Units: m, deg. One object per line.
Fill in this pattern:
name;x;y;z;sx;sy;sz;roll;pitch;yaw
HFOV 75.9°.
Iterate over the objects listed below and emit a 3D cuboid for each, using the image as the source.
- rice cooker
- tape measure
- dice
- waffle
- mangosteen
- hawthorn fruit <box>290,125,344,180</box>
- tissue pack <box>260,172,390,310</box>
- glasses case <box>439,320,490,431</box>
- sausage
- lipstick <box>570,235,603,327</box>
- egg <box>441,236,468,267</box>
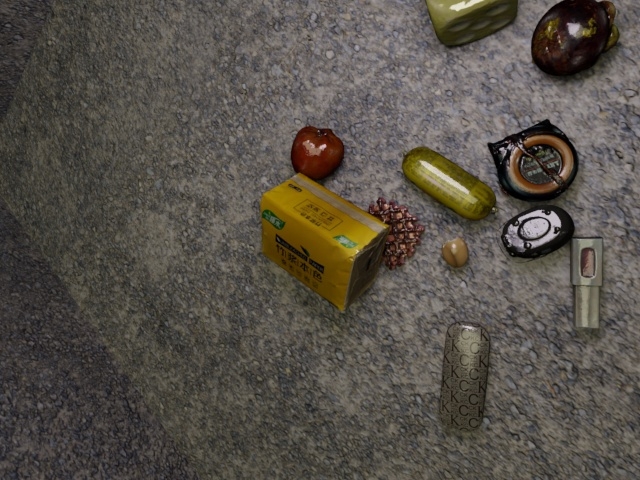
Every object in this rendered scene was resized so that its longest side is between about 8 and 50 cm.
rice cooker;0.613;-0.022;1.180;0.203;0.118;0.142;-32;66;26
tape measure;0.607;-0.216;1.167;0.202;0.135;0.222;-24;87;15
dice;0.414;-0.714;1.152;0.227;0.233;0.238;-12;89;26
waffle;0.225;-0.027;1.401;0.234;0.055;0.221;37;109;14
mangosteen;0.683;-0.538;1.090;0.217;0.192;0.192;-10;91;-13
hawthorn fruit;-0.020;-0.289;1.426;0.185;0.185;0.202;36;123;18
tissue pack;0.000;0.000;1.352;0.382;0.228;0.293;34;142;25
glasses case;0.461;0.435;1.316;0.137;0.085;0.354;6;97;23
sausage;0.390;-0.179;1.271;0.347;0.123;0.123;39;109;17
lipstick;0.749;0.116;1.159;0.079;0.077;0.252;1;96;26
egg;0.427;0.039;1.298;0.080;0.080;0.096;-21;83;25
